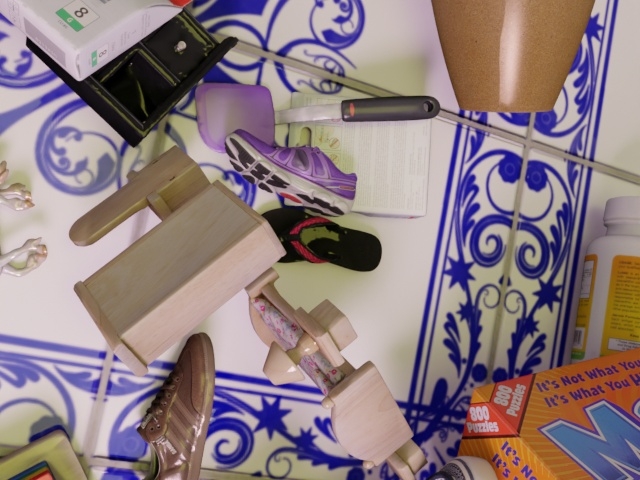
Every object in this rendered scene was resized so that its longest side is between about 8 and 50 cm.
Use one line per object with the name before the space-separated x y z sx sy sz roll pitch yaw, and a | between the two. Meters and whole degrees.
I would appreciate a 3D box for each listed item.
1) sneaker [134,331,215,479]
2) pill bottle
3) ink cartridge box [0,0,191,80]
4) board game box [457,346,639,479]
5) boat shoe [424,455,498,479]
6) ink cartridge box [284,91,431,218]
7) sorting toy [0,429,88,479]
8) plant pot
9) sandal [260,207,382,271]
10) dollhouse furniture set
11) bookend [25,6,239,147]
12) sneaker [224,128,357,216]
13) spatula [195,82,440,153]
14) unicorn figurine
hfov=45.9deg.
sneaker | -0.161 0.192 0.825 0.071 0.066 0.188 9 84 -21
pill bottle | 0.430 0.070 1.038 0.136 0.136 0.246 13 83 -22
ink cartridge box | -0.227 -0.288 0.770 0.181 0.056 0.225 41 63 6
board game box | 0.377 0.369 0.819 0.356 0.356 0.356 -8 122 -23
boat shoe | 0.059 0.363 0.813 0.158 0.127 0.341 11 117 -18
ink cartridge box | 0.047 -0.104 0.948 0.179 0.045 0.145 4 87 -4
sorting toy | -0.319 0.366 0.740 0.257 0.089 0.255 -26 98 -22
plant pot | 0.239 -0.291 0.941 0.237 0.237 0.254 -6 104 -23
sandal | 0.000 0.000 0.913 0.179 0.040 0.067 10 84 -22
dollhouse furniture set | -0.083 0.123 0.808 0.174 0.303 0.355 -38 132 -11
bookend | -0.202 -0.213 0.820 0.156 0.072 0.157 45 72 -14
sneaker | -0.033 -0.088 0.891 0.170 0.068 0.071 26 70 -19
spatula | 0.001 -0.152 0.908 0.296 0.030 0.084 -4 90 -6
unicorn figurine | -0.339 0.008 0.768 0.111 0.060 0.162 -16 78 -22
